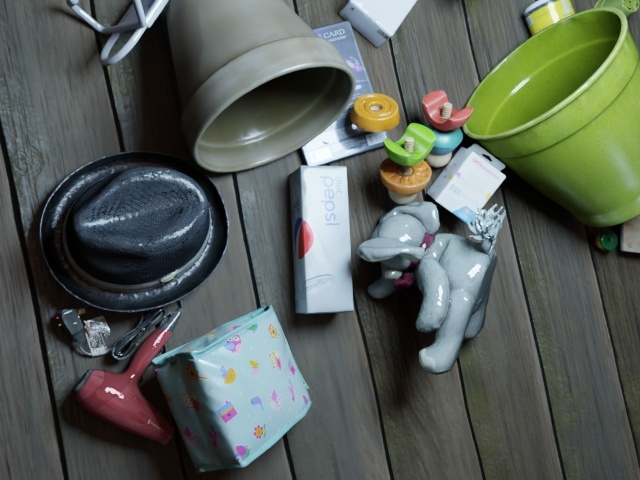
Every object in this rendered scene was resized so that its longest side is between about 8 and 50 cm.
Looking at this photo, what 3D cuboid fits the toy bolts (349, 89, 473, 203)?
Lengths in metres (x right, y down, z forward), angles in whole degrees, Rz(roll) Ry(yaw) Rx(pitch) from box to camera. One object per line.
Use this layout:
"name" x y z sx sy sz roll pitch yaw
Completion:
"toy bolts" 0.182 -0.200 1.413 0.228 0.158 0.218 -29 54 -25

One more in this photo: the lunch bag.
"lunch bag" -0.139 0.256 1.243 0.262 0.160 0.223 -25 93 -52

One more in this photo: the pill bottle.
"pill bottle" 0.542 -0.460 1.566 0.103 0.103 0.184 -23 92 -19

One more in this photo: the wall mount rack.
"wall mount rack" -0.298 -0.477 1.191 0.130 0.304 0.350 39 72 -38

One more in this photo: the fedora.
"fedora" -0.315 -0.036 1.200 0.334 0.152 0.334 5 73 -17

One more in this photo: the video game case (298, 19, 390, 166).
"video game case" 0.015 -0.302 1.421 0.196 0.026 0.274 -19 90 -19

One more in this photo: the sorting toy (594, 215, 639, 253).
"sorting toy" 0.763 -0.032 1.626 0.275 0.046 0.132 5 83 -17

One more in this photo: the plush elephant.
"plush elephant" 0.195 0.055 1.343 0.272 0.255 0.330 -33 137 -55

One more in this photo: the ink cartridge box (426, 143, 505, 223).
"ink cartridge box" 0.308 -0.123 1.438 0.092 0.090 0.143 35 100 -12

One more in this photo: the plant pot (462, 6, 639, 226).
"plant pot" 0.550 -0.225 1.445 0.353 0.366 0.366 44 73 -22

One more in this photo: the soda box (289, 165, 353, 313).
"soda box" 0.000 0.000 1.351 0.098 0.091 0.286 -1 85 -18

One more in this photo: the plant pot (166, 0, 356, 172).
"plant pot" -0.138 -0.325 1.251 0.323 0.323 0.280 -22 74 -19

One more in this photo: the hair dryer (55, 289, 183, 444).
"hair dryer" -0.329 0.228 1.227 0.224 0.080 0.293 -15 90 -19

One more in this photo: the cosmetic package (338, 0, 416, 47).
"cosmetic package" 0.152 -0.538 1.458 0.117 0.085 0.231 38 76 -12

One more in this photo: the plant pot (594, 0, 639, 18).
"plant pot" 0.715 -0.556 1.645 0.083 0.079 0.083 2 84 -19
